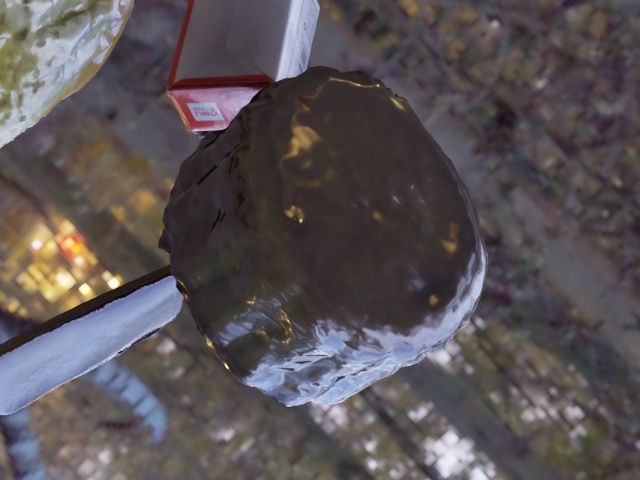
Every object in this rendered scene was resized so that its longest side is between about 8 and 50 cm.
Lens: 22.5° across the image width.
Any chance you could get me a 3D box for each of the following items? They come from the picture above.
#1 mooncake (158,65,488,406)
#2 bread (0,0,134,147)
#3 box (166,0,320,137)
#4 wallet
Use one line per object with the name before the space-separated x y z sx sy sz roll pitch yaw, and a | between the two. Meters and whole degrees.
mooncake | 0.001 0.001 1.621 0.187 0.324 0.324 -35 -170 43
bread | -0.225 -0.173 1.168 0.204 0.162 0.262 -60 166 -55
box | -0.082 -0.210 1.780 0.133 0.099 0.182 -2 -122 18
wallet | -0.269 0.113 1.841 0.255 0.031 0.137 -26 154 -25
